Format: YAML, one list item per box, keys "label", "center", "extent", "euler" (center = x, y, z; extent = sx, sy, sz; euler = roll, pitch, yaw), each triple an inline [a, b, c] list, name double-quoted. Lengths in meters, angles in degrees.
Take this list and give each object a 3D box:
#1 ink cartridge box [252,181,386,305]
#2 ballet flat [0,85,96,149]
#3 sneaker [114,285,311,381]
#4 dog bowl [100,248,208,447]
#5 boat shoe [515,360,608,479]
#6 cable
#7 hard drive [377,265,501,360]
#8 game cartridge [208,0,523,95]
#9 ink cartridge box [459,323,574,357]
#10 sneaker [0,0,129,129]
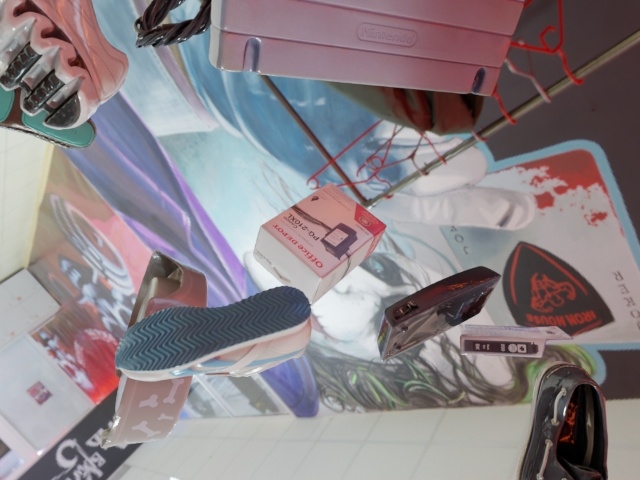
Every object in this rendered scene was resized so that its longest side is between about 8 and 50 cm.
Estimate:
- label: "ink cartridge box"
  center: [0.000, 0.000, 1.002]
  extent: [0.237, 0.172, 0.100]
  euler: [-37, 159, -40]
- label: "ballet flat"
  center: [-0.378, -0.168, 0.579]
  extent: [0.070, 0.188, 0.070]
  euler: [-25, -128, 37]
- label: "sneaker"
  center: [-0.120, 0.126, 0.552]
  extent: [0.228, 0.092, 0.088]
  euler: [-10, -136, -8]
- label: "dog bowl"
  center: [-0.300, 0.194, 0.856]
  extent: [0.349, 0.102, 0.349]
  euler: [-47, -146, 46]
- label: "boat shoe"
  center: [0.245, 0.229, 0.466]
  extent: [0.065, 0.075, 0.206]
  euler: [64, 32, -83]
- label: "cable"
  center: [-0.226, -0.370, 0.762]
  extent: [0.184, 0.150, 0.047]
  euler: [-47, 150, -7]
- label: "hard drive"
  center: [0.231, 0.144, 0.948]
  extent: [0.254, 0.054, 0.172]
  euler: [-21, 146, -16]
- label: "game cartridge"
  center: [0.071, -0.279, 0.479]
  extent: [0.354, 0.231, 0.068]
  euler: [-4, -151, -26]
- label: "ink cartridge box"
  center: [0.408, 0.211, 0.997]
  extent: [0.208, 0.045, 0.206]
  euler: [-3, 176, 19]
- label: "sneaker"
  center: [-0.304, -0.256, 0.447]
  extent: [0.109, 0.292, 0.118]
  euler: [-10, -147, 33]
